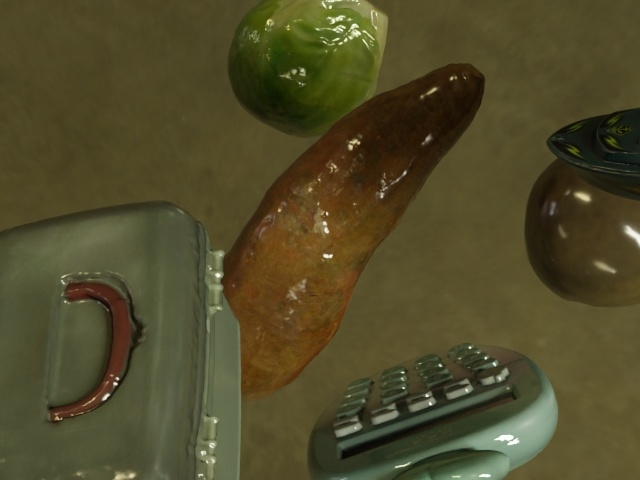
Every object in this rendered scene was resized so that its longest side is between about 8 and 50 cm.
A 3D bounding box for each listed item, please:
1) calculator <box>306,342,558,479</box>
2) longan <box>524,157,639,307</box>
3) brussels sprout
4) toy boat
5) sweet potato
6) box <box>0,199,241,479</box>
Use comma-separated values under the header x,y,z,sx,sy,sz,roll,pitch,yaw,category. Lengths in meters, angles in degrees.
x,y,z,sx,sy,sz,roll,pitch,yaw,category
0.079,0.136,1.028,0.184,0.295,0.042,-19,100,3,calculator
0.305,-0.011,1.502,0.189,0.189,0.189,0,87,-4,longan
-0.015,-0.200,1.547,0.161,0.144,0.181,27,106,7,brussels sprout
0.313,-0.078,1.190,0.246,0.103,0.093,3,43,14,toy boat
0.000,-0.001,0.917,0.097,0.097,0.292,38,112,-1,sweet potato
-0.118,0.092,0.796,0.148,0.129,0.210,-10,51,12,box
